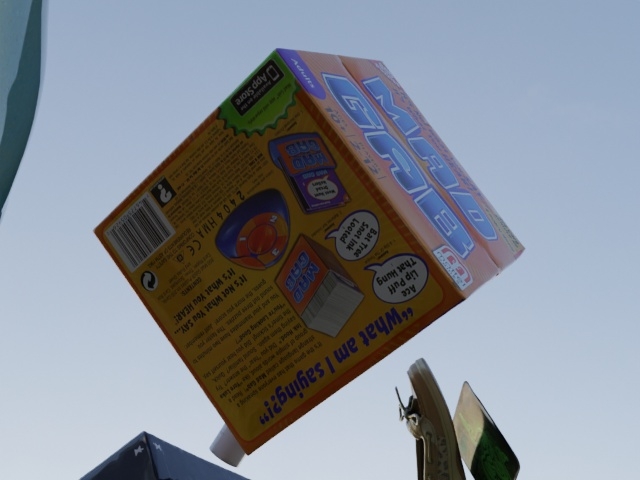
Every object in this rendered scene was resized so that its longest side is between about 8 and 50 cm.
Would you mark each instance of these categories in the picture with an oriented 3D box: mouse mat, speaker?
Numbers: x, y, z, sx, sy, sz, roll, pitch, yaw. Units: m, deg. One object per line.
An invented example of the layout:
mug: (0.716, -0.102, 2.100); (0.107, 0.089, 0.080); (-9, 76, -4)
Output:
mouse mat: (0.269, 0.347, 1.417); (0.007, 0.190, 0.153); (-9, -51, -20)
speaker: (-0.109, 0.268, 1.268); (0.055, 0.055, 0.136); (34, -93, -22)

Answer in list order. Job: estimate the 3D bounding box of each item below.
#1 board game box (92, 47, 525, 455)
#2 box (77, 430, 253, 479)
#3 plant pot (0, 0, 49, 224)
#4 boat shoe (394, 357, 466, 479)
board game box: (0.000, 0.000, 1.158); (0.356, 0.356, 0.356); (-39, -98, 24)
box: (-0.185, 0.504, 1.245); (0.179, 0.343, 0.312); (-37, -44, 9)
plant pot: (-0.268, -0.121, 0.460); (0.271, 0.272, 0.255); (28, -57, -19)
boat shoe: (0.180, 0.334, 1.413); (0.089, 0.104, 0.285); (-15, -76, 2)
